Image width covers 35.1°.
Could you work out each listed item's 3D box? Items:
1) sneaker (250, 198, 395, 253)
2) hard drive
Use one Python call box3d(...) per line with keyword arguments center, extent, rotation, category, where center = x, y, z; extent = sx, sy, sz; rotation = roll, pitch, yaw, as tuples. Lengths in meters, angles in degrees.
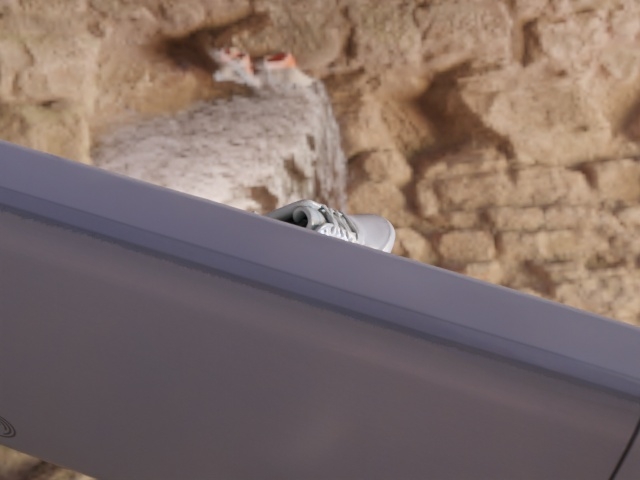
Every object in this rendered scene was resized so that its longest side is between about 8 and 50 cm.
box3d(center=(0.000, 0.000, 0.737), extent=(0.152, 0.053, 0.061), rotation=(-12, 141, -37), category="sneaker")
box3d(center=(-0.022, 0.077, 0.467), extent=(0.353, 0.047, 0.233), rotation=(17, 142, 12), category="hard drive")
